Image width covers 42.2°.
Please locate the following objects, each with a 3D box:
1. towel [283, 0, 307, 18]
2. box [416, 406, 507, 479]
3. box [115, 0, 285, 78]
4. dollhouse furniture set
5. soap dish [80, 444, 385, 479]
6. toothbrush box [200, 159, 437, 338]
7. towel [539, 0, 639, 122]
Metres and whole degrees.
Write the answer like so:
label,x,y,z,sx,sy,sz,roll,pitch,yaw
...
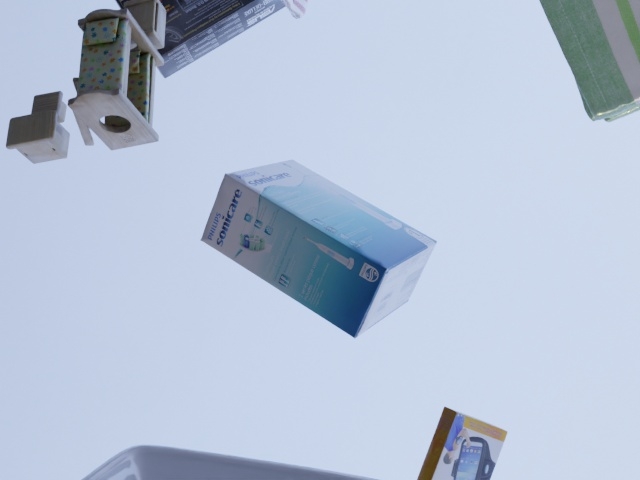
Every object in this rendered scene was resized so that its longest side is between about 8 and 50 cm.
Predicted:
label,x,y,z,sx,sy,sz,roll,pitch,yaw
towel,-0.029,-0.339,0.829,0.029,0.144,0.197,0,-95,11
box,0.151,0.264,0.930,0.028,0.081,0.136,6,-107,62
box,-0.212,-0.469,1.475,0.307,0.076,0.242,-32,-106,-3
dollhouse furniture set,-0.267,-0.196,0.905,0.161,0.101,0.181,-9,-116,13
soap dish,-0.053,0.233,0.506,0.291,0.229,0.118,4,-77,19
toothbrush box,0.000,0.000,1.298,0.296,0.216,0.126,31,-66,17
towel,0.408,-0.293,0.899,0.325,0.248,0.038,-25,-155,17
